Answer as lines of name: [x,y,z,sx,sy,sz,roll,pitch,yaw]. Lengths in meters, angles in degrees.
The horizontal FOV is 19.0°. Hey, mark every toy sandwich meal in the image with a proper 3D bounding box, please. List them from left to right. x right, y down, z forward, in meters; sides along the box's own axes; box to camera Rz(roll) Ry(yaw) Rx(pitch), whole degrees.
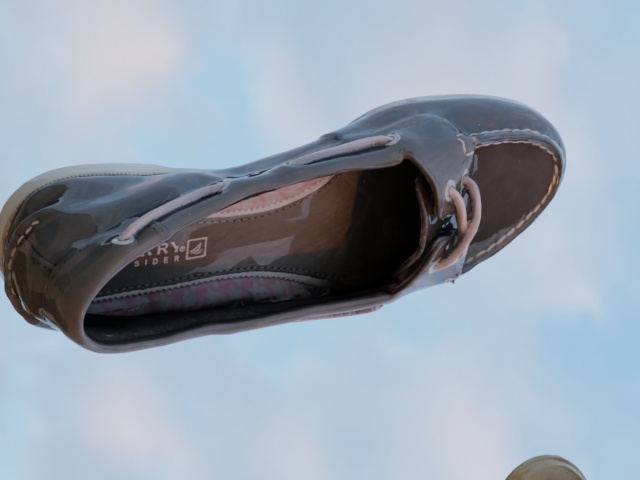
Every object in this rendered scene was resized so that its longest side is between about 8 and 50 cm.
toy sandwich meal: [0.124,0.164,1.108,0.029,0.085,0.086,6,-75,58]

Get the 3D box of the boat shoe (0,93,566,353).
boat shoe: [0.000,0.000,0.998,0.095,0.335,0.112,43,-43,51]
